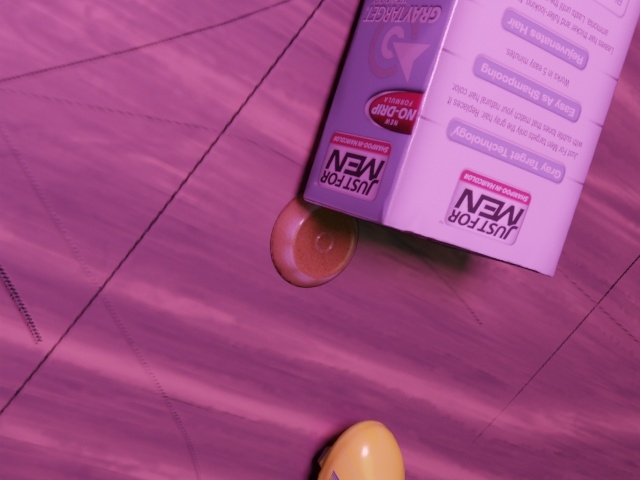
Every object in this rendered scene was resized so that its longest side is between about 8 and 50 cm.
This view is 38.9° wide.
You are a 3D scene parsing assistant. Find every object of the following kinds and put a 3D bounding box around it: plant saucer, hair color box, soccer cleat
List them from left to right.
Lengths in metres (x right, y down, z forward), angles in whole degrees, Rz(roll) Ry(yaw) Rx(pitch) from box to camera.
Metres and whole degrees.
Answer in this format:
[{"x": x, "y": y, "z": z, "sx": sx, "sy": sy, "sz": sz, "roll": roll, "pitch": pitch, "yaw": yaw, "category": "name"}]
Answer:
[{"x": 0.000, "y": 0.000, "z": 0.723, "sx": 0.083, "sy": 0.015, "sz": 0.083, "roll": -11, "pitch": 111, "yaw": -30, "category": "plant saucer"}, {"x": 0.043, "y": 0.297, "z": 0.781, "sx": 0.094, "sy": 0.121, "sz": 0.289, "roll": -2, "pitch": 106, "yaw": -33, "category": "soccer cleat"}, {"x": 0.140, "y": -0.177, "z": 0.692, "sx": 0.185, "sy": 0.114, "sz": 0.374, "roll": 16, "pitch": 93, "yaw": -35, "category": "hair color box"}]
